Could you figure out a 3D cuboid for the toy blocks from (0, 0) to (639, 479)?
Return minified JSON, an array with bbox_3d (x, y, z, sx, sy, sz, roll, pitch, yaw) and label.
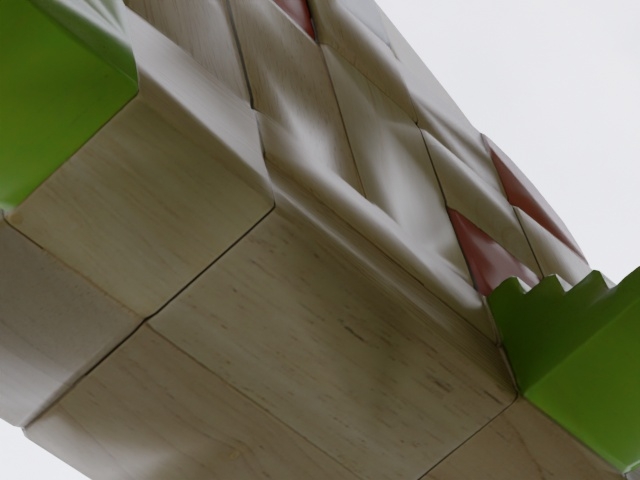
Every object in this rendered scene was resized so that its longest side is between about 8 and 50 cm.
[{"bbox_3d":[0.000,0.000,0.647,0.381,0.191,0.261,38,-160,-30],"label":"toy blocks"}]
